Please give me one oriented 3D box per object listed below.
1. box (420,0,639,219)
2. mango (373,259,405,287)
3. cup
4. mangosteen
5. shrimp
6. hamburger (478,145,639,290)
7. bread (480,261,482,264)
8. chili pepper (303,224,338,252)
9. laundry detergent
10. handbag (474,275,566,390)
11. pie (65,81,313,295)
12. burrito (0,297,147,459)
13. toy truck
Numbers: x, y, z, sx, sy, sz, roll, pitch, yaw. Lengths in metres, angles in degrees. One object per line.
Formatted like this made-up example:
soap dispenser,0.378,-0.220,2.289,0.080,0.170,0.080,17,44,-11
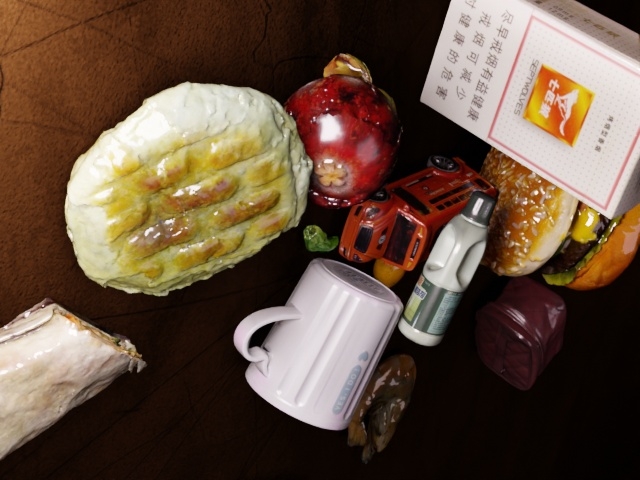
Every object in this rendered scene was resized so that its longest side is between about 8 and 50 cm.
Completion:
box,0.305,-0.202,1.633,0.095,0.330,0.210,-24,141,-43
mango,0.106,0.045,1.925,0.060,0.046,0.089,-31,158,-32
cup,0.000,0.143,1.742,0.202,0.167,0.221,-63,160,11
mangosteen,0.026,-0.129,1.499,0.166,0.166,0.180,96,16,-44
shrimp,0.099,0.311,2.201,0.145,0.059,0.254,-7,127,-51
hamburger,0.363,-0.063,1.933,0.225,0.291,0.291,17,113,-19
bread,0.321,-0.021,2.157,0.149,0.065,0.187,-42,153,-10
chili pepper,0.000,0.002,1.728,0.091,0.030,0.034,28,73,-64
laundry detergent,0.185,0.035,1.743,0.225,0.070,0.099,-65,168,15
handbag,0.383,0.178,2.388,0.135,0.146,0.225,-45,153,-22
pie,-0.142,-0.048,1.350,0.306,0.071,0.306,-20,137,-20
burrito,-0.323,0.152,1.338,0.348,0.107,0.175,-28,157,-36
toy truck,0.142,-0.035,1.808,0.253,0.114,0.107,-25,143,-45
